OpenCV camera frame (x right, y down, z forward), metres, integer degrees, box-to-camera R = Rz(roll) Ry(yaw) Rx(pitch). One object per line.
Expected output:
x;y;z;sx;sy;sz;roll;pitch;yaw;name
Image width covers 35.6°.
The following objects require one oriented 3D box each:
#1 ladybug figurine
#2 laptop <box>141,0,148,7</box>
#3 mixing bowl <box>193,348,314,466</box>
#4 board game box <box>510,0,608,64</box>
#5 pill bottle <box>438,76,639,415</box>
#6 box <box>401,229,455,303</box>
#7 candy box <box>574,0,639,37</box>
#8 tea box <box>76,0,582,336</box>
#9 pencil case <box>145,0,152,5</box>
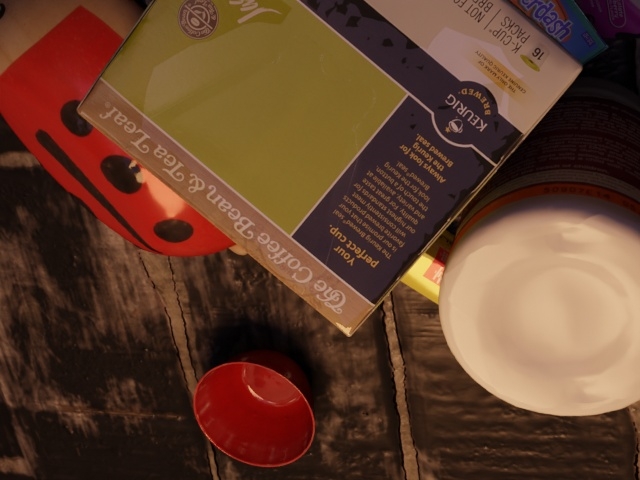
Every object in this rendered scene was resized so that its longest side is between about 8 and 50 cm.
-0.246;-0.138;1.214;0.449;0.162;0.305;46;152;-10;ladybug figurine
-0.093;-0.365;1.110;0.234;0.137;0.264;46;127;-10;laptop
-0.082;0.226;1.444;0.181;0.098;0.182;8;120;14;mixing bowl
0.170;-0.205;1.059;0.210;0.047;0.160;-36;96;15;board game box
0.262;-0.019;1.031;0.223;0.392;0.224;8;120;14;pill bottle
0.163;0.038;1.274;0.232;0.087;0.058;33;122;0;box
0.355;-0.285;0.987;0.233;0.071;0.159;12;125;47;candy box
0.013;-0.150;0.956;0.329;0.220;0.323;40;104;-2;tea box
-0.088;-0.424;1.000;0.183;0.160;0.410;43;104;21;pencil case
